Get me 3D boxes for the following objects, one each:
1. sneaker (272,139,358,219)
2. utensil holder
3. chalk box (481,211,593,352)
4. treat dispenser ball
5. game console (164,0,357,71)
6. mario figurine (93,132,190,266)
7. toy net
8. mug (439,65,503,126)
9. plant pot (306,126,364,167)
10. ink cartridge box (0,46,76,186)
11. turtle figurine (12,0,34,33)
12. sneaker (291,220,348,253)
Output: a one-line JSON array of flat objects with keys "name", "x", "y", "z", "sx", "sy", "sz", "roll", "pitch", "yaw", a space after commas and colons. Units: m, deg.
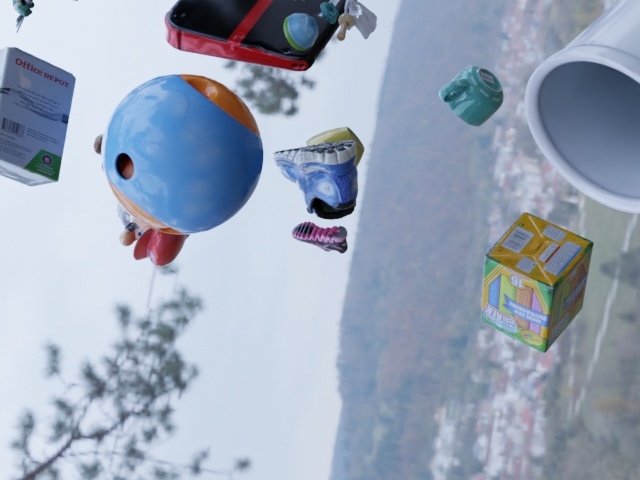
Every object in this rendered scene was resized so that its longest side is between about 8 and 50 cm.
[{"name": "sneaker", "x": -0.007, "y": -0.111, "z": 2.002, "sx": 0.330, "sy": 0.129, "sz": 0.147, "roll": -156, "pitch": 55, "yaw": -76}, {"name": "utensil holder", "x": 0.609, "y": -0.290, "z": 1.850, "sx": 0.385, "sy": 0.327, "sz": 0.328, "roll": -42, "pitch": -21, "yaw": -26}, {"name": "chalk box", "x": 0.485, "y": 0.118, "z": 2.362, "sx": 0.180, "sy": 0.179, "sz": 0.289, "roll": -44, "pitch": -35, "yaw": -31}, {"name": "treat dispenser ball", "x": -0.246, "y": -0.154, "z": 1.864, "sx": 0.288, "sy": 0.288, "sz": 0.288, "roll": 10, "pitch": -90, "yaw": -88}, {"name": "game console", "x": -0.099, "y": -0.489, "z": 2.105, "sx": 0.060, "sy": 0.341, "sz": 0.387, "roll": 85, "pitch": -153, "yaw": -49}, {"name": "mario figurine", "x": -0.403, "y": -0.073, "z": 2.191, "sx": 0.170, "sy": 0.321, "sz": 0.198, "roll": -43, "pitch": -29, "yaw": 21}, {"name": "toy net", "x": 0.016, "y": -0.421, "z": 1.938, "sx": 0.232, "sy": 0.045, "sz": 0.122, "roll": -15, "pitch": -95, "yaw": -48}, {"name": "mug", "x": 0.367, "y": -0.347, "z": 2.473, "sx": 0.097, "sy": 0.129, "sz": 0.158, "roll": -44, "pitch": -1, "yaw": 36}, {"name": "plant pot", "x": 0.045, "y": -0.207, "z": 2.403, "sx": 0.095, "sy": 0.134, "sz": 0.134, "roll": -37, "pitch": 10, "yaw": 15}, {"name": "ink cartridge box", "x": -0.536, "y": -0.220, "z": 1.868, "sx": 0.153, "sy": 0.086, "sz": 0.209, "roll": 24, "pitch": -113, "yaw": -46}, {"name": "turtle figurine", "x": -0.348, "y": -0.359, "z": 1.370, "sx": 0.175, "sy": 0.234, "sz": 0.118, "roll": -48, "pitch": -57, "yaw": -48}, {"name": "sneaker", "x": 0.000, "y": 0.000, "z": 1.947, "sx": 0.047, "sy": 0.119, "sz": 0.057, "roll": -57, "pitch": -37, "yaw": -35}]
